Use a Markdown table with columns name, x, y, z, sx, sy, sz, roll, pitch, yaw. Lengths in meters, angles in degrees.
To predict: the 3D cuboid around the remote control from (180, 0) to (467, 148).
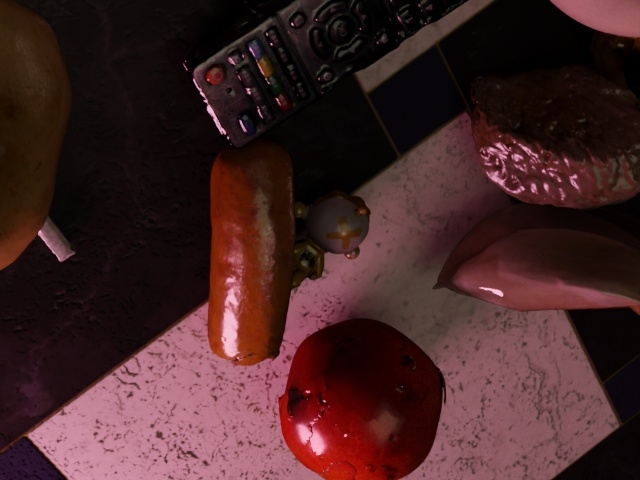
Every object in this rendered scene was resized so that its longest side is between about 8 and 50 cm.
| name | x | y | z | sx | sy | sz | roll | pitch | yaw |
| --- | --- | --- | --- | --- | --- | --- | --- | --- | --- |
| remote control | 0.034 | -0.259 | 1.470 | 0.398 | 0.062 | 0.145 | -33 | 126 | -6 |

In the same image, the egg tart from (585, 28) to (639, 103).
| name | x | y | z | sx | sy | sz | roll | pitch | yaw |
| --- | --- | --- | --- | --- | --- | --- | --- | --- | --- |
| egg tart | 0.442 | -0.229 | 1.631 | 0.171 | 0.215 | 0.215 | -48 | 130 | -16 |

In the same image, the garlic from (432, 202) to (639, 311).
| name | x | y | z | sx | sy | sz | roll | pitch | yaw |
| --- | --- | --- | --- | --- | --- | --- | --- | --- | --- |
| garlic | 0.314 | 0.023 | 1.664 | 0.279 | 0.325 | 0.132 | -1 | 98 | -62 |

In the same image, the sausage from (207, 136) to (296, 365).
| name | x | y | z | sx | sy | sz | roll | pitch | yaw |
| --- | --- | --- | --- | --- | --- | --- | --- | --- | --- |
| sausage | -0.081 | 0.014 | 1.539 | 0.108 | 0.109 | 0.271 | -8 | 117 | -24 |

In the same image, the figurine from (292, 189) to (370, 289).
| name | x | y | z | sx | sy | sz | roll | pitch | yaw |
| --- | --- | --- | --- | --- | --- | --- | --- | --- | --- |
| figurine | -0.004 | -0.002 | 1.597 | 0.143 | 0.068 | 0.101 | -23 | 120 | 5 |

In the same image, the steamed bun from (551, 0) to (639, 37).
| name | x | y | z | sx | sy | sz | roll | pitch | yaw |
| --- | --- | --- | --- | --- | --- | --- | --- | --- | --- |
| steamed bun | 0.349 | -0.353 | 1.489 | 0.283 | 0.177 | 0.283 | 1 | 77 | -6 |

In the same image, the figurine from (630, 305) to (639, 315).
| name | x | y | z | sx | sy | sz | roll | pitch | yaw |
| --- | --- | --- | --- | --- | --- | --- | --- | --- | --- |
| figurine | 0.499 | -0.009 | 1.829 | 0.274 | 0.133 | 0.194 | -59 | 150 | 5 |

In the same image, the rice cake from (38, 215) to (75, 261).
| name | x | y | z | sx | sy | sz | roll | pitch | yaw |
| --- | --- | --- | --- | --- | --- | --- | --- | --- | --- |
| rice cake | -0.304 | -0.024 | 1.447 | 0.022 | 0.021 | 0.121 | -34 | 126 | -1 |

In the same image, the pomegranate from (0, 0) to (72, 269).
| name | x | y | z | sx | sy | sz | roll | pitch | yaw |
| --- | --- | --- | --- | --- | --- | --- | --- | --- | --- |
| pomegranate | -0.380 | -0.102 | 1.182 | 0.332 | 0.332 | 0.333 | -13 | 122 | -22 |

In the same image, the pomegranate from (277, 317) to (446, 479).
| name | x | y | z | sx | sy | sz | roll | pitch | yaw |
| --- | --- | --- | --- | --- | --- | --- | --- | --- | --- |
| pomegranate | 0.049 | 0.203 | 1.661 | 0.210 | 0.210 | 0.235 | -26 | 166 | -14 |

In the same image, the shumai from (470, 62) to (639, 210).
| name | x | y | z | sx | sy | sz | roll | pitch | yaw |
| --- | --- | --- | --- | --- | --- | --- | --- | --- | --- |
| shumai | 0.296 | -0.105 | 1.640 | 0.218 | 0.184 | 0.185 | -2 | 154 | 8 |
